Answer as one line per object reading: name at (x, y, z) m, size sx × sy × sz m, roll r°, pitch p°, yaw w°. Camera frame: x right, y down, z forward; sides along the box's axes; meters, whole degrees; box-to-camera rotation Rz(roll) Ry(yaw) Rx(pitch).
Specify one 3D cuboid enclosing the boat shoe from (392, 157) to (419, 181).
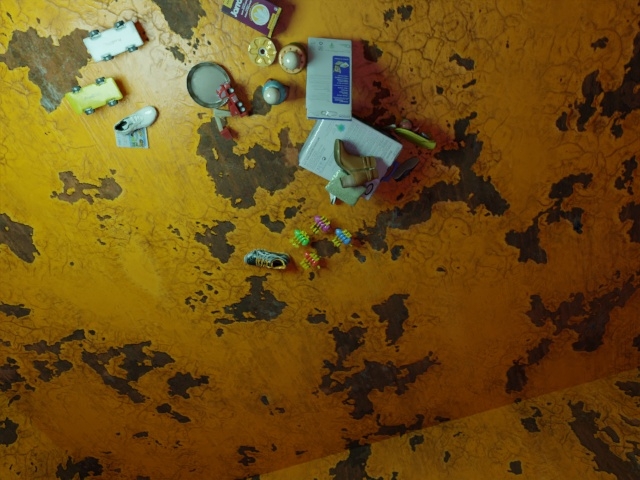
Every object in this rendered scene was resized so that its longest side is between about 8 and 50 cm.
boat shoe at (0.368, -0.304, 1.767) m, size 0.133 × 0.049 × 0.042 m, roll -40°, pitch 141°, yaw 9°

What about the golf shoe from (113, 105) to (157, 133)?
golf shoe at (-0.712, -0.458, 1.583) m, size 0.176 × 0.086 × 0.069 m, roll -31°, pitch 105°, yaw 4°

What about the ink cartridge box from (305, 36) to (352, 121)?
ink cartridge box at (0.030, -0.568, 1.484) m, size 0.165 × 0.065 × 0.333 m, roll 3°, pitch 76°, yaw -5°

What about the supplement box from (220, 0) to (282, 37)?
supplement box at (-0.239, -0.806, 1.440) m, size 0.188 × 0.081 × 0.104 m, roll 22°, pitch 114°, yaw -14°

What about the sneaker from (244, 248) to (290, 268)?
sneaker at (-0.248, 0.093, 1.911) m, size 0.215 × 0.083 × 0.084 m, roll 0°, pitch 119°, yaw -2°

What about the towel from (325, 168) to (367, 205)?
towel at (0.103, -0.208, 1.644) m, size 0.148 × 0.027 × 0.110 m, roll 30°, pitch 114°, yaw -19°

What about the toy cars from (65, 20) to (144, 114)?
toy cars at (-0.781, -0.627, 1.502) m, size 0.176 × 0.087 × 0.394 m, roll 25°, pitch 110°, yaw -21°

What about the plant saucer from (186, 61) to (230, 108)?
plant saucer at (-0.425, -0.592, 1.570) m, size 0.168 × 0.029 × 0.168 m, roll -2°, pitch 118°, yaw -4°

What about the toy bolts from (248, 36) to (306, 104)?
toy bolts at (-0.174, -0.612, 1.495) m, size 0.218 × 0.158 × 0.228 m, roll 16°, pitch 118°, yaw -7°

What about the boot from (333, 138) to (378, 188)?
boot at (0.137, -0.306, 1.574) m, size 0.152 × 0.073 × 0.197 m, roll -16°, pitch 109°, yaw -8°

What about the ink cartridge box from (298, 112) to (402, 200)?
ink cartridge box at (0.141, -0.348, 1.666) m, size 0.395 × 0.151 × 0.270 m, roll 25°, pitch 115°, yaw -14°

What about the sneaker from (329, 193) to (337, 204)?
sneaker at (0.054, -0.210, 1.801) m, size 0.043 × 0.040 × 0.109 m, roll 12°, pitch 114°, yaw 9°

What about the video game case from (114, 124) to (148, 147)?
video game case at (-0.758, -0.417, 1.650) m, size 0.122 × 0.011 × 0.087 m, roll 2°, pitch 117°, yaw -5°

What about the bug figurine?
bug figurine at (0.000, 0.000, 1.884) m, size 0.279 × 0.072 × 0.216 m, roll -35°, pitch 108°, yaw 19°

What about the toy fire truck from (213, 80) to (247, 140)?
toy fire truck at (-0.362, -0.498, 1.587) m, size 0.135 × 0.047 × 0.192 m, roll -32°, pitch 137°, yaw -1°

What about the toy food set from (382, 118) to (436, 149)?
toy food set at (0.373, -0.444, 1.656) m, size 0.218 × 0.128 × 0.071 m, roll 24°, pitch 93°, yaw -10°
